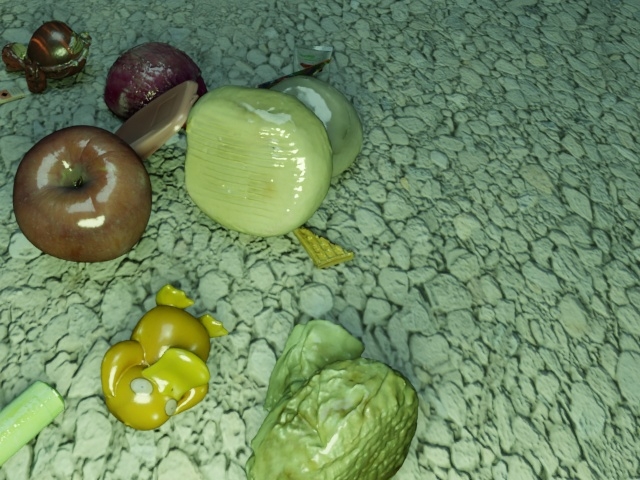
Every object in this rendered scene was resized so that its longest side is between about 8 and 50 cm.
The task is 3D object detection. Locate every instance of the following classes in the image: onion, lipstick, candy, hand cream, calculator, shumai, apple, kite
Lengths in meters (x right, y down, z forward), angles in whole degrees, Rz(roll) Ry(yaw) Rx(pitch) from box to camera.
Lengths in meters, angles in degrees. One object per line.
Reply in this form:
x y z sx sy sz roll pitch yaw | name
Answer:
-0.409 -0.413 1.833 0.349 0.159 0.267 30 53 22 | onion
-0.563 0.354 1.141 0.076 0.076 0.304 30 50 20 | lipstick
-0.031 -0.280 1.734 0.296 0.185 0.295 8 63 -17 | candy
-0.029 -0.503 2.037 0.121 0.076 0.336 7 40 -2 | hand cream
-0.405 -0.262 1.618 0.330 0.048 0.220 -27 37 29 | calculator
-0.023 0.298 1.155 0.330 0.292 0.288 -43 54 -12 | shumai
-0.496 -0.089 1.451 0.306 0.235 0.305 1 65 -1 | apple
-0.113 -0.412 1.915 0.321 0.016 0.234 -43 37 -11 | kite

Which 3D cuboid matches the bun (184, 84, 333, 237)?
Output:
-0.141 -0.184 1.541 0.361 0.361 0.213 21 29 13 | bun

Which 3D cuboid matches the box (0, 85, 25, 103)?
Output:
-0.845 -0.390 1.854 0.083 0.012 0.046 -27 56 -29 | box

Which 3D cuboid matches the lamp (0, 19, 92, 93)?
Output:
-0.751 -0.525 1.901 0.223 0.151 0.215 -30 53 -28 | lamp

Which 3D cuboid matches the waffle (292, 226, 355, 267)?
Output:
0.000 0.000 1.582 0.098 0.023 0.152 -18 51 -24 | waffle

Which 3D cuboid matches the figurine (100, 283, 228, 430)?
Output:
-0.285 0.221 1.251 0.215 0.215 0.228 1 32 -6 | figurine
